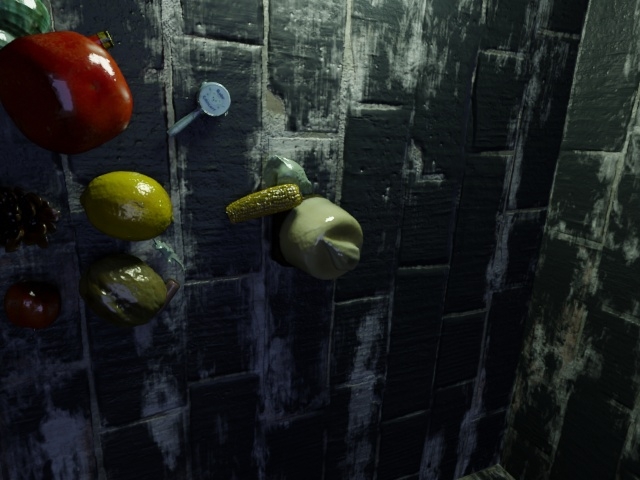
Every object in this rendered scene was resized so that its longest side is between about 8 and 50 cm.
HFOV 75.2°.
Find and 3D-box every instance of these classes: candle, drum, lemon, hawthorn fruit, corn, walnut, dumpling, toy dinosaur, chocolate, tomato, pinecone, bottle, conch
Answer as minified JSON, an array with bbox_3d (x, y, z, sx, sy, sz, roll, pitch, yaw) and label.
[{"bbox_3d":[-0.708,-0.599,1.277,0.131,0.052,0.051,-27,115,-13],"label":"candle"},{"bbox_3d":[-0.435,-0.465,1.444,0.253,0.049,0.129,-28,115,-15],"label":"drum"},{"bbox_3d":[-0.625,-0.110,1.364,0.263,0.236,0.235,-8,110,-44],"label":"lemon"},{"bbox_3d":[-0.940,0.229,1.361,0.157,0.157,0.193,4,101,-26],"label":"hawthorn fruit"},{"bbox_3d":[-0.206,-0.145,1.580,0.311,0.101,0.101,-14,113,7],"label":"corn"},{"bbox_3d":[-0.671,0.168,1.427,0.228,0.282,0.283,-31,120,21],"label":"walnut"},{"bbox_3d":[-0.129,-0.236,1.623,0.219,0.108,0.152,36,88,-27],"label":"dumpling"},{"bbox_3d":[-0.555,0.052,1.527,0.039,0.082,0.208,-36,119,-7],"label":"toy dinosaur"},{"bbox_3d":[0.000,0.000,1.637,0.327,0.297,0.313,-4,112,-25],"label":"chocolate"},{"bbox_3d":[-0.720,-0.415,1.188,0.293,0.290,0.324,-33,123,-43],"label":"tomato"},{"bbox_3d":[-0.938,-0.065,1.253,0.229,0.201,0.202,12,86,-3],"label":"pinecone"},{"bbox_3d":[-0.590,0.213,1.575,0.053,0.053,0.140,36,88,-29],"label":"bottle"},{"bbox_3d":[-0.892,-0.591,1.138,0.220,0.196,0.276,35,61,-56],"label":"conch"}]
